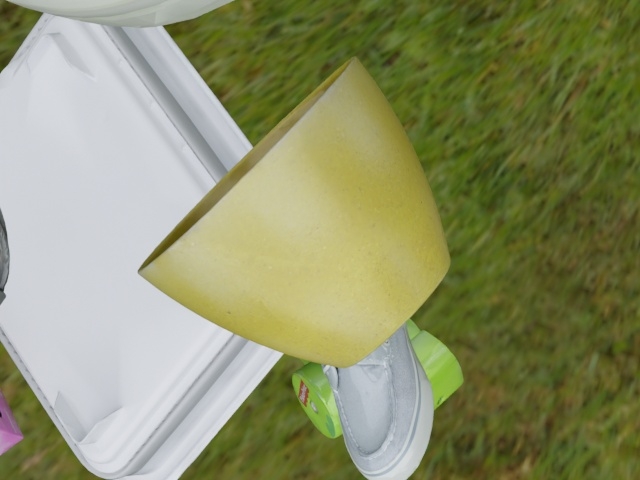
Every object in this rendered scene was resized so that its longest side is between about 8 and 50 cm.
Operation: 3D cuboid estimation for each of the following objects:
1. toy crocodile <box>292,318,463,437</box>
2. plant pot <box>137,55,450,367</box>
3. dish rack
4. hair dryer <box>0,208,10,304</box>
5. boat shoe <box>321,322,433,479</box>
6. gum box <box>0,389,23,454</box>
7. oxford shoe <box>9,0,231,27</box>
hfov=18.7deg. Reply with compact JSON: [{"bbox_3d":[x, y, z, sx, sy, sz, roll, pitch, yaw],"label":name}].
[{"bbox_3d":[0.000,0.068,1.699,0.115,0.340,0.105,-30,129,-18],"label":"toy crocodile"},{"bbox_3d":[0.000,0.000,0.854,0.095,0.134,0.134,46,111,-5],"label":"plant pot"},{"bbox_3d":[-0.168,-0.002,1.454,0.285,0.072,0.333,-51,62,30],"label":"dish rack"},{"bbox_3d":[-0.209,0.107,0.710,0.080,0.224,0.293,23,111,54],"label":"hair dryer"},{"bbox_3d":[0.024,0.076,1.463,0.079,0.227,0.081,-32,138,29],"label":"boat shoe"},{"bbox_3d":[-0.332,0.167,1.511,0.188,0.107,0.062,-36,65,11],"label":"gum box"},{"bbox_3d":[-0.148,-0.202,0.471,0.169,0.130,0.449,-51,50,3],"label":"oxford shoe"}]
